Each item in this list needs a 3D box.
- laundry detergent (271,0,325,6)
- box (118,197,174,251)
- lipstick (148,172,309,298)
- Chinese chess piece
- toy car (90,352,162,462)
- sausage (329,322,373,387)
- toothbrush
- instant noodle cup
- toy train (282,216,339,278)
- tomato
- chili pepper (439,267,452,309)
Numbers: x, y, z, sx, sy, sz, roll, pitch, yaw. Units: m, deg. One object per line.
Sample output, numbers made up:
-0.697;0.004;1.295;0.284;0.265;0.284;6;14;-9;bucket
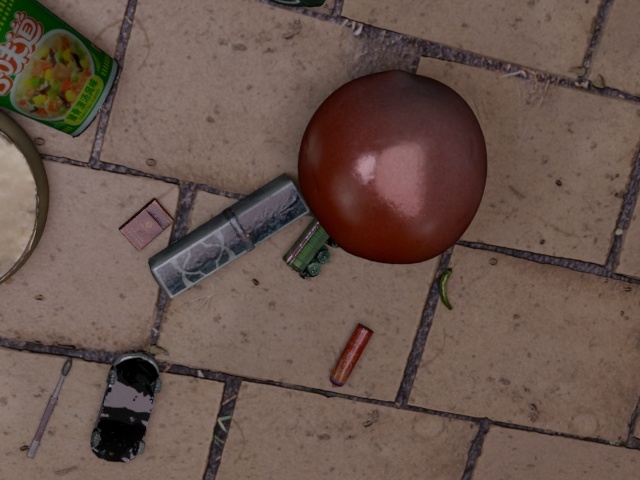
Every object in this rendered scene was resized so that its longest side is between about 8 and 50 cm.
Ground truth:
-0.080;-0.465;1.882;0.210;0.063;0.137;12;107;-17;laundry detergent
-0.298;-0.027;1.957;0.082;0.023;0.051;-41;111;-2;box
-0.161;-0.007;1.971;0.289;0.076;0.077;-32;112;-3;lipstick
-0.601;-0.068;1.806;0.338;0.140;0.338;-3;103;-15;Chinese chess piece
-0.343;0.294;2.010;0.095;0.056;0.205;14;97;-18;toy car
0.053;0.217;2.108;0.034;0.034;0.129;27;95;-19;sausage
-0.473;0.294;1.997;0.014;0.017;0.194;22;100;-13;toothbrush
-0.449;-0.273;1.772;0.232;0.207;0.207;31;95;-27;instant noodle cup
0.000;0.000;2.036;0.071;0.038;0.148;38;91;-21;toy train
0.123;-0.130;1.891;0.321;0.321;0.322;-4;105;-14;tomato
0.237;0.092;2.133;0.030;0.017;0.083;0;103;-16;chili pepper
